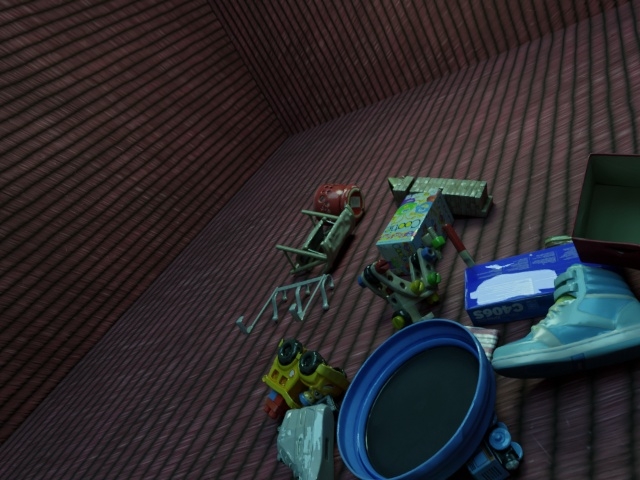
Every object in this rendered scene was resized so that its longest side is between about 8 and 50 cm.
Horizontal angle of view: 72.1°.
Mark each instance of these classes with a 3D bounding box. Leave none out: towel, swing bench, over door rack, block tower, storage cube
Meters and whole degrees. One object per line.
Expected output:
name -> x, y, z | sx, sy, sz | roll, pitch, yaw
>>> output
towel -> 0.342, 0.291, 1.066 | 0.144, 0.029, 0.197 | -5, 40, 44
swing bench -> 0.000, 0.000, 1.802 | 0.254, 0.165, 0.253 | -3, 38, 37
over door rack -> -0.106, 0.235, 1.535 | 0.239, 0.108, 0.324 | -18, 9, 26
block tower -> 0.434, -0.161, 1.577 | 0.335, 0.097, 0.091 | 11, 49, 34
storage cube -> 0.644, -0.052, 0.900 | 0.183, 0.193, 0.215 | 10, 78, 38

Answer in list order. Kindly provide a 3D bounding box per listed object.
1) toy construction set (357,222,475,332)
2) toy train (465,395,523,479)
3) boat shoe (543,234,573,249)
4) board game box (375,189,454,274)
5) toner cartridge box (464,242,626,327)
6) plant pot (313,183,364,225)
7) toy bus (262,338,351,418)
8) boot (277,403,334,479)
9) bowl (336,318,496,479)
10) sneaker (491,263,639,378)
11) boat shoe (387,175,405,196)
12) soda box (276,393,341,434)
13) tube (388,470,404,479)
toy construction set -> 0.290, 0.132, 1.231 | 0.308, 0.257, 0.237 | -39, 66, 25
toy train -> 0.316, 0.385, 0.874 | 0.105, 0.080, 0.184 | -37, 24, 7
boat shoe -> 0.678, 0.015, 1.139 | 0.177, 0.064, 0.060 | -11, 64, 40
board game box -> 0.327, -0.028, 1.497 | 0.142, 0.144, 0.275 | -7, 35, 43
toner cartridge box -> 0.545, 0.106, 1.100 | 0.347, 0.075, 0.165 | -17, 31, 29
plant pot -> 0.089, -0.157, 1.948 | 0.174, 0.191, 0.191 | 4, 43, 39
toy bus -> -0.058, 0.402, 1.204 | 0.220, 0.149, 0.212 | 12, 63, 52
boot -> -0.040, 0.508, 1.002 | 0.123, 0.095, 0.258 | -16, 40, 21
bowl -> 0.202, 0.350, 0.961 | 0.391, 0.077, 0.391 | -42, 16, 15
sneaker -> 0.501, 0.164, 0.927 | 0.318, 0.127, 0.208 | -16, 55, 13
boat shoe -> 0.362, -0.192, 1.806 | 0.089, 0.105, 0.285 | -28, 36, -1
soda box -> -0.025, 0.469, 1.123 | 0.168, 0.060, 0.053 | -32, 31, 1
tube -> 0.206, 0.496, 0.829 | 0.070, 0.062, 0.240 | -1, -7, -42
